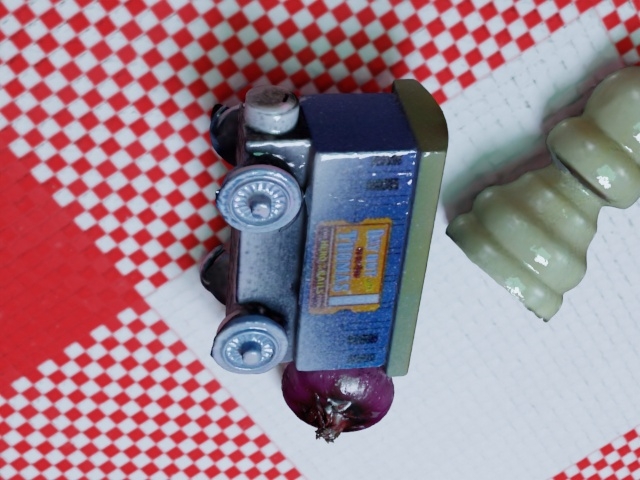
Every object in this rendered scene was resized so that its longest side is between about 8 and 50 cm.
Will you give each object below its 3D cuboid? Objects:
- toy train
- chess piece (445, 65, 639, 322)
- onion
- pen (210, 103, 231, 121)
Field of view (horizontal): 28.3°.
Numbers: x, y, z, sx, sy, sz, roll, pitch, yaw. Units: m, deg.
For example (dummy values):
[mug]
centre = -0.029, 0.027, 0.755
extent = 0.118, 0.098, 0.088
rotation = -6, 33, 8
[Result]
[toy train]
centre = 0.000, 0.000, 1.121
extent = 0.202, 0.131, 0.299
rotation = -2, 131, -10
[chess piece]
centre = 0.242, -0.057, 1.185
extent = 0.133, 0.133, 0.243
rotation = 35, 100, -30
[onion]
centre = 0.016, 0.150, 1.256
extent = 0.115, 0.104, 0.115
rotation = 11, 148, 7
[pen]
centre = -0.007, -0.080, 1.155
extent = 0.204, 0.025, 0.025
rotation = 21, 113, -25
